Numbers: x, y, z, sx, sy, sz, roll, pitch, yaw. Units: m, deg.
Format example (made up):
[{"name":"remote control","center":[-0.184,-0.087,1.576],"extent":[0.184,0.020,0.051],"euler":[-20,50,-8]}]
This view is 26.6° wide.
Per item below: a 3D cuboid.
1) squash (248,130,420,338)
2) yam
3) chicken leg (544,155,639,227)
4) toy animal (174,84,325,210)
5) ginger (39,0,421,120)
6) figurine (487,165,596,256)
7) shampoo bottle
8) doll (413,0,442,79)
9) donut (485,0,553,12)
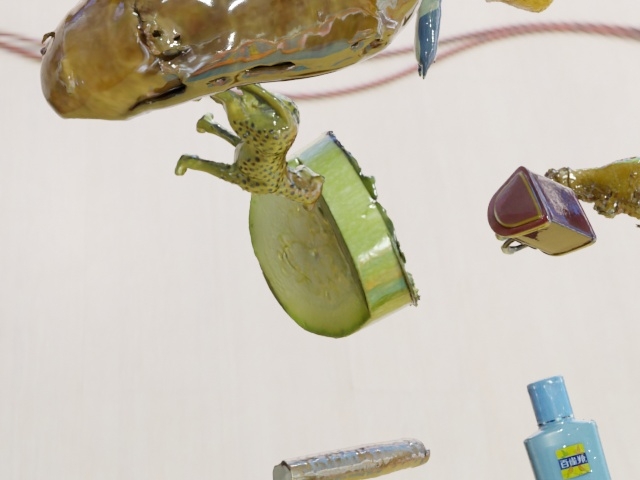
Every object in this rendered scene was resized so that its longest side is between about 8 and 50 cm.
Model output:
[{"name":"squash","center":[0.011,-0.004,1.448],"extent":[0.133,0.220,0.220],"euler":[-24,61,-12]},{"name":"yam","center":[0.044,0.280,1.697],"extent":[0.264,0.046,0.046],"euler":[-1,48,-47]},{"name":"chicken leg","center":[0.395,-0.063,1.767],"extent":[0.207,0.101,0.085],"euler":[3,54,13]},{"name":"toy animal","center":[-0.053,-0.100,1.241],"extent":[0.136,0.181,0.073],"euler":[24,57,3]},{"name":"ginger","center":[-0.045,-0.157,0.937],"extent":[0.309,0.133,0.107],"euler":[-18,100,-10]},{"name":"figurine","center":[0.259,-0.016,1.618],"extent":[0.154,0.098,0.082],"euler":[21,38,-50]},{"name":"shampoo bottle","center":[0.325,0.304,1.756],"extent":[0.103,0.061,0.259],"euler":[-13,79,-11]},{"name":"doll","center":[0.097,-0.210,1.235],"extent":[0.027,0.125,0.037],"euler":[1,14,-9]},{"name":"donut","center":[0.390,-0.509,2.253],"extent":[0.110,0.303,0.303],"euler":[30,52,-1]}]
